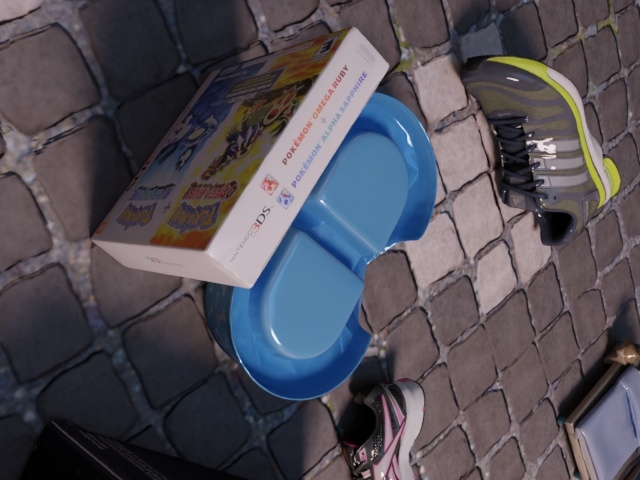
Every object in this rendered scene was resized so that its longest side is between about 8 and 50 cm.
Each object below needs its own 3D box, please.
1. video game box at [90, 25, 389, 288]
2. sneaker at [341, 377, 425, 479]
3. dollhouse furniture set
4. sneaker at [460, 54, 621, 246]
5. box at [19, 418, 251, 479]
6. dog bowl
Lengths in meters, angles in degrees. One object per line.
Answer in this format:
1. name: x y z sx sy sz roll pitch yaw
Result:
1. video game box: -0.069 -0.060 0.542 0.048 0.205 0.187 40 69 -30
2. sneaker: 0.054 0.232 0.768 0.077 0.072 0.178 10 80 -27
3. dollhouse furniture set: 0.457 0.333 1.010 0.286 0.198 0.303 -34 114 -32
4. sneaker: 0.256 -0.102 0.867 0.300 0.111 0.121 41 73 -32
5. box: -0.113 0.335 0.560 0.294 0.183 0.296 31 76 -38
6. dog bowl: 0.000 0.000 0.687 0.166 0.074 0.297 40 69 -35
